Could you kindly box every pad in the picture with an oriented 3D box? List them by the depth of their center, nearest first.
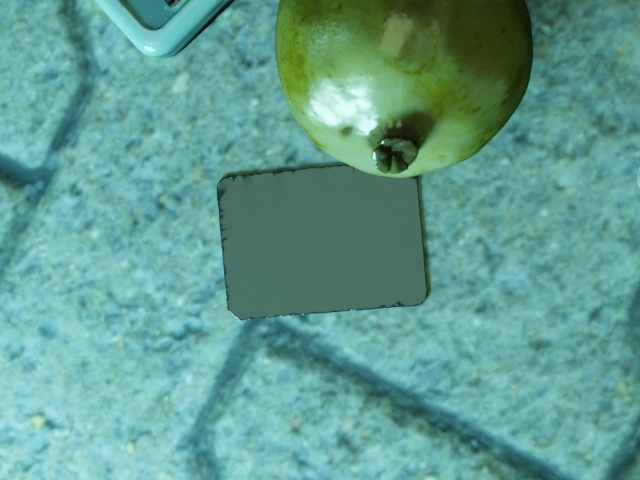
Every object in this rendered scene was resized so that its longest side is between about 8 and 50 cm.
[{"bbox_3d":[0.000,0.000,1.391,0.157,0.003,0.112,-5,90,13],"label":"pad"}]

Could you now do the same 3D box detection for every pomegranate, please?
[{"bbox_3d":[0.055,-0.128,1.283,0.196,0.196,0.196,0,92,13],"label":"pomegranate"}]

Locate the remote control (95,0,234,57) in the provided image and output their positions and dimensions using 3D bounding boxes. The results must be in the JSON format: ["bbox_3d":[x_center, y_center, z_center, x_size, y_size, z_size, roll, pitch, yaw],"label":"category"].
[{"bbox_3d":[-0.059,-0.277,1.371,0.296,0.056,0.140,-43,84,12],"label":"remote control"}]

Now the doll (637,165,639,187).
[{"bbox_3d":[0.394,0.022,1.229,0.423,0.161,0.348,-15,66,14],"label":"doll"}]
